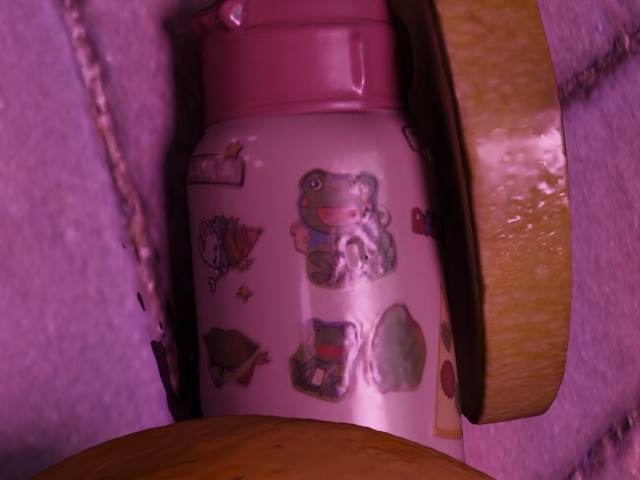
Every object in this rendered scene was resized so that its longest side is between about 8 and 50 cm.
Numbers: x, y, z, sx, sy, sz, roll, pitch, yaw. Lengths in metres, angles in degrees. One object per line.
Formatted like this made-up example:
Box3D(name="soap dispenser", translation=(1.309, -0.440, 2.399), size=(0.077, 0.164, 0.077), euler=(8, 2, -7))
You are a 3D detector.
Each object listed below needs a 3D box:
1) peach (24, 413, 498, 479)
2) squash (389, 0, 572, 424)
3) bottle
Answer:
Box3D(name="peach", translation=(-0.010, 0.214, 0.647), size=(0.281, 0.316, 0.314), euler=(2, 74, -72))
Box3D(name="squash", translation=(0.071, -0.035, 0.922), size=(0.252, 0.049, 0.252), euler=(171, -90, -84))
Box3D(name="bottle", translation=(0.000, 0.000, 0.858), size=(0.120, 0.120, 0.253), euler=(3, 83, -56))
